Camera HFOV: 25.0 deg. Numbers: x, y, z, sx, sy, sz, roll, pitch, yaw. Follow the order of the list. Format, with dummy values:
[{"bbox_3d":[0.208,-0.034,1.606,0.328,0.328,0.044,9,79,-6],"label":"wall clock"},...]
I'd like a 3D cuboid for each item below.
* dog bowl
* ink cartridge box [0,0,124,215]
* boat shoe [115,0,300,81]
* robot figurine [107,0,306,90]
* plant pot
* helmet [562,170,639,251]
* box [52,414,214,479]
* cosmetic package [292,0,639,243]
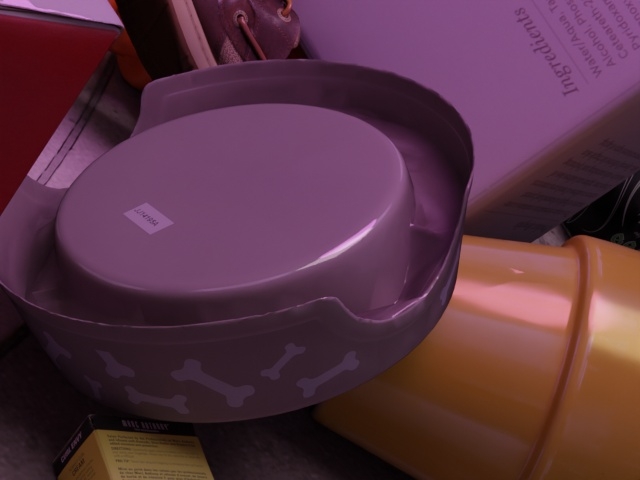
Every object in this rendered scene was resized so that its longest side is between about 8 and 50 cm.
[{"bbox_3d":[-0.059,-0.006,1.027,0.349,0.102,0.349,-7,33,5],"label":"dog bowl"},{"bbox_3d":[-0.262,-0.061,0.841,0.130,0.309,0.272,0,49,-48],"label":"ink cartridge box"},{"bbox_3d":[-0.075,-0.165,1.236,0.123,0.123,0.342,-30,101,-22],"label":"boat shoe"},{"bbox_3d":[-0.104,-0.186,1.363,0.219,0.158,0.128,15,55,-36],"label":"robot figurine"},{"bbox_3d":[0.127,0.101,1.136,0.239,0.254,0.254,18,33,-4],"label":"plant pot"},{"bbox_3d":[0.372,-0.057,1.673,0.169,0.161,0.169,28,32,-19],"label":"helmet"},{"bbox_3d":[-0.092,0.218,0.901,0.087,0.058,0.232,10,40,-40],"label":"box"},{"bbox_3d":[0.216,-0.230,1.336,0.327,0.394,0.329,59,18,13],"label":"cosmetic package"}]
